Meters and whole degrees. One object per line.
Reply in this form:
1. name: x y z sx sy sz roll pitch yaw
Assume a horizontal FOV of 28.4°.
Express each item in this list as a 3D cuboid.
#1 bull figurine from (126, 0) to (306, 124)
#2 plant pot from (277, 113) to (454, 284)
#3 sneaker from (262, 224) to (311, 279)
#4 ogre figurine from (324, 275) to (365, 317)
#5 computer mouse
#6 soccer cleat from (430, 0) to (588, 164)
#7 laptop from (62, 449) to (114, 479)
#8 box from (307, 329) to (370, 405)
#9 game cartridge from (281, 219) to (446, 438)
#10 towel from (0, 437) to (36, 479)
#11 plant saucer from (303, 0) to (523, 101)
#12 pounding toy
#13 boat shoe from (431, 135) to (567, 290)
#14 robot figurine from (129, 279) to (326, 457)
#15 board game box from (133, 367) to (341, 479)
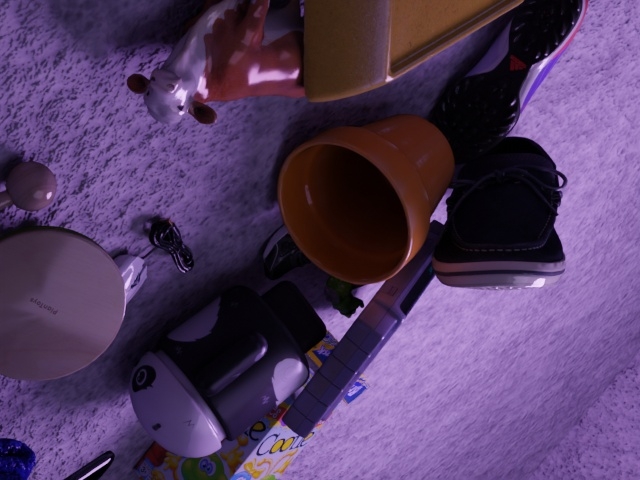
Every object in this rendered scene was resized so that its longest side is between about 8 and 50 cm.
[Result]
1. bull figurine: -0.070 -0.219 1.366 0.310 0.101 0.188 -12 133 -50
2. plant pot: 0.079 -0.074 1.678 0.188 0.205 0.205 -39 155 -45
3. sneaker: 0.000 0.000 1.773 0.178 0.077 0.072 -39 150 -10
4. ogre figurine: 0.065 0.026 1.878 0.197 0.097 0.118 -41 165 17
5. computer mouse: -0.242 0.055 1.563 0.193 0.042 0.106 -38 152 -13
6. soccer cleat: 0.273 -0.239 1.802 0.318 0.108 0.116 -55 167 23
7. laptop: -0.512 0.349 1.427 0.382 0.236 0.408 -49 169 30
8. box: 0.030 0.215 2.114 0.054 0.059 0.169 -40 151 -5
9. game cartridge: 0.081 0.121 1.848 0.230 0.068 0.355 -50 178 33
10. towel: -0.496 0.361 1.532 0.228 0.076 0.308 4 133 -42
11. plant saucer: 0.131 -0.322 1.345 0.333 0.081 0.333 -34 146 -28
12. pounding toy: -0.326 0.031 1.391 0.183 0.110 0.237 -29 120 -6
13. boat shoe: 0.260 -0.043 1.815 0.500 0.187 0.156 -53 141 -70
14. robot figurine: -0.130 0.170 1.734 0.278 0.173 0.209 -37 141 -15
15. board game box: -0.127 0.299 1.931 0.275 0.142 0.144 -52 151 13
